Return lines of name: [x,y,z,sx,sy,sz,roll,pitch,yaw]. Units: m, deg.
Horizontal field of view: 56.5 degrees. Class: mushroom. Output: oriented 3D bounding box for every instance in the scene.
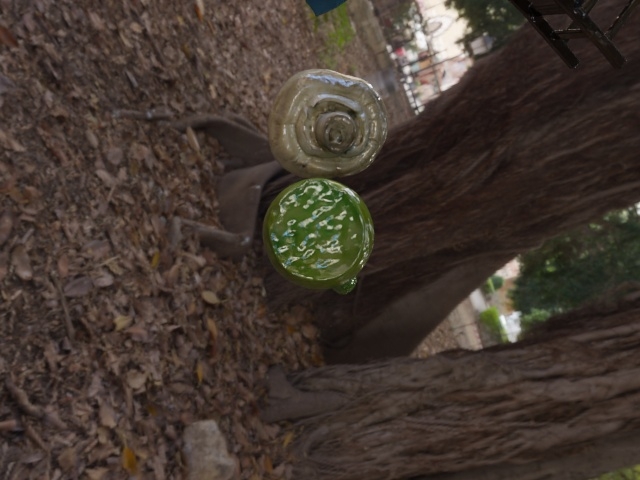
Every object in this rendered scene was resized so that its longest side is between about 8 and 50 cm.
mushroom: [0.018,-0.243,1.258,0.254,0.260,0.234,46,-4,-14]

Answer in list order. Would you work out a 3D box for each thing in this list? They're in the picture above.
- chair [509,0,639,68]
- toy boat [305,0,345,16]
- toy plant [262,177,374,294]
chair: [0.581,-0.621,1.376,0.416,0.240,0.203,34,6,-24]
toy boat: [0.044,-0.647,1.512,0.075,0.185,0.077,42,40,-36]
toy plant: [0.000,0.000,1.092,0.224,0.184,0.316,56,-2,2]
